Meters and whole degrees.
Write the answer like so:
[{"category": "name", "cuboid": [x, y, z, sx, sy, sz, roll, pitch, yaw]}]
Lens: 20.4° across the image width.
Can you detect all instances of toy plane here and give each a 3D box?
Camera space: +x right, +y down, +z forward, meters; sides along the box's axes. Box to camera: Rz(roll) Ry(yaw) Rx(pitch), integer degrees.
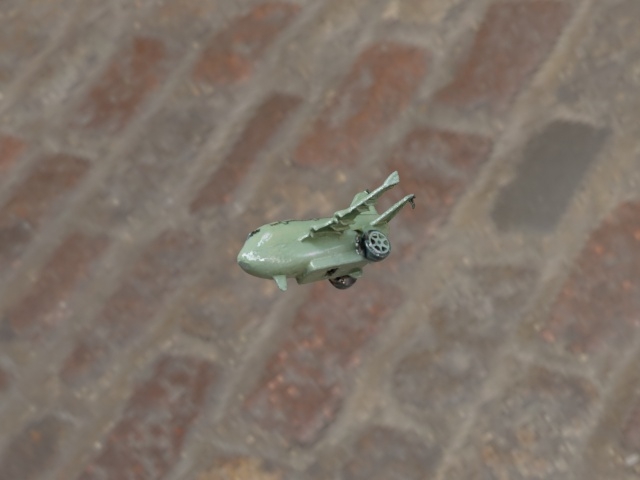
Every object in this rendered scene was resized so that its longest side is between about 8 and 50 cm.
[{"category": "toy plane", "cuboid": [0.001, 0.002, 0.706, 0.080, 0.083, 0.033, -41, 74, 47]}]
